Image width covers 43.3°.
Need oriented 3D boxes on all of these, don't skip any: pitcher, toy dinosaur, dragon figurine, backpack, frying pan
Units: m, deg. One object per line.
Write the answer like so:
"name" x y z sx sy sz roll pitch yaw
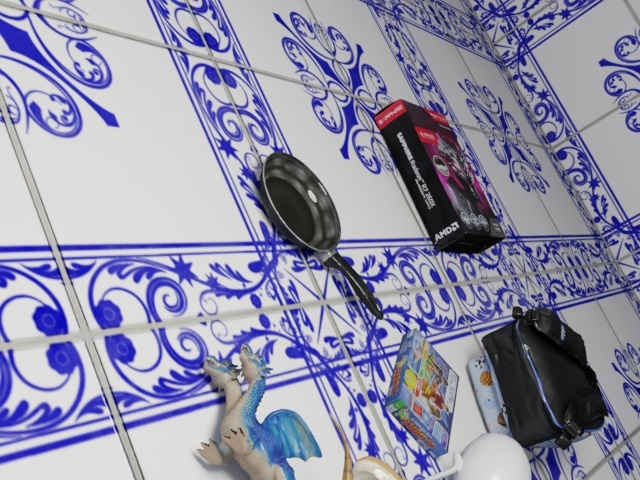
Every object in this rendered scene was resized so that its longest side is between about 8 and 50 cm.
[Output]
"pitcher" 0.251 0.403 1.314 0.177 0.125 0.207 38 42 -2
"toy dinosaur" 0.031 0.341 1.019 0.112 0.064 0.212 72 25 -58
"dragon figurine" -0.060 0.265 1.003 0.289 0.085 0.144 55 30 -1
"backpack" 0.439 0.297 1.595 0.263 0.213 0.277 14 56 -40
"frying pan" 0.004 -0.018 1.414 0.326 0.053 0.197 48 30 -19

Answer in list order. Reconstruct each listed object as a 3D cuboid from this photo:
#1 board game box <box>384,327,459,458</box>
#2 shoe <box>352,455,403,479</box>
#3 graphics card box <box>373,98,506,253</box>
"board game box" 0.183 0.264 1.418 0.136 0.035 0.201 49 30 -13
"shoe" 0.104 0.405 1.118 0.219 0.076 0.058 63 25 7
"graphics card box" 0.287 -0.149 1.925 0.232 0.094 0.371 7 57 -54
